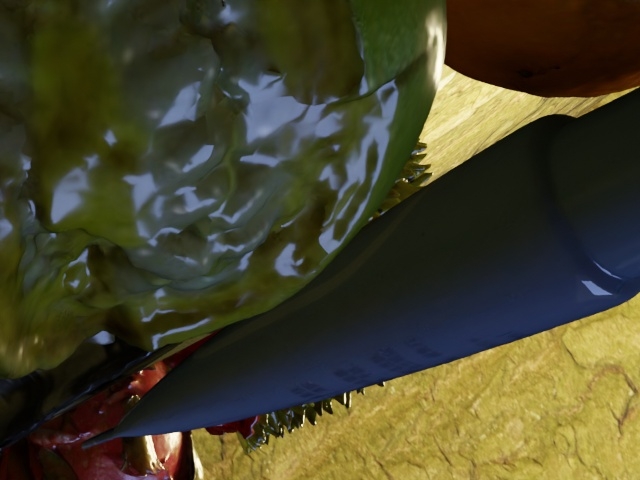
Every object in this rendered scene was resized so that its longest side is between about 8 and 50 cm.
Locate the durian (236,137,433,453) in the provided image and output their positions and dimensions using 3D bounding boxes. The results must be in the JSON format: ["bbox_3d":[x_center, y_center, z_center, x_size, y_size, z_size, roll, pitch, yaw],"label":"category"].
[{"bbox_3d":[0.008,-0.004,1.131,0.170,0.355,0.157,-4,149,37],"label":"durian"}]

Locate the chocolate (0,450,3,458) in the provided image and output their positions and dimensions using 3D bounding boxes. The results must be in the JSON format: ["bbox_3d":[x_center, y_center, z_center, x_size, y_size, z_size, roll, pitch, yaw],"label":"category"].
[{"bbox_3d":[-0.290,0.219,1.087,0.284,0.186,0.283,-36,-159,16],"label":"chocolate"}]

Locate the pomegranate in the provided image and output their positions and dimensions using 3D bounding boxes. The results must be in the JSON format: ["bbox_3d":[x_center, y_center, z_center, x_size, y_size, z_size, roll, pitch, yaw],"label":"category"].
[{"bbox_3d":[-0.083,-0.101,0.373,0.236,0.236,0.301,-31,138,-29],"label":"pomegranate"}]

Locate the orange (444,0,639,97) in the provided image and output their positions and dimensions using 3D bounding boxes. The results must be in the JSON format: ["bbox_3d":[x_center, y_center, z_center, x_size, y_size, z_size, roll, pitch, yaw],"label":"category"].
[{"bbox_3d":[0.137,-0.191,0.578,0.284,0.226,0.284,-29,170,-6],"label":"orange"}]

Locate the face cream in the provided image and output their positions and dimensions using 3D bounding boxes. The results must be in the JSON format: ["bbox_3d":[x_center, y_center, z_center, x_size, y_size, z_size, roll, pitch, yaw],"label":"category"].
[{"bbox_3d":[0.046,0.021,0.632,0.385,0.086,0.136,-28,176,39],"label":"face cream"}]

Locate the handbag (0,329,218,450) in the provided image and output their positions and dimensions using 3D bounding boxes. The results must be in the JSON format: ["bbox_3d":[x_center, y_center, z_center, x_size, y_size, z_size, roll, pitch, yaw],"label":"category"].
[{"bbox_3d":[-0.141,0.010,0.801,0.327,0.162,0.325,-35,-177,6],"label":"handbag"}]

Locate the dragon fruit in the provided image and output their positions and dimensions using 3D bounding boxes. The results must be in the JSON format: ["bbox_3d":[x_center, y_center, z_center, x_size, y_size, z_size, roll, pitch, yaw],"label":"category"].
[{"bbox_3d":[-0.157,0.158,0.911,0.150,0.207,0.133,15,161,-18],"label":"dragon fruit"}]

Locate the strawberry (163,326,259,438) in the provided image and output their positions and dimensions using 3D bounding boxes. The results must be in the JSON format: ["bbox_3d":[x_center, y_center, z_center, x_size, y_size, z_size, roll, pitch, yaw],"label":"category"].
[{"bbox_3d":[-0.121,0.039,1.037,0.178,0.233,0.234,7,152,-24],"label":"strawberry"}]
